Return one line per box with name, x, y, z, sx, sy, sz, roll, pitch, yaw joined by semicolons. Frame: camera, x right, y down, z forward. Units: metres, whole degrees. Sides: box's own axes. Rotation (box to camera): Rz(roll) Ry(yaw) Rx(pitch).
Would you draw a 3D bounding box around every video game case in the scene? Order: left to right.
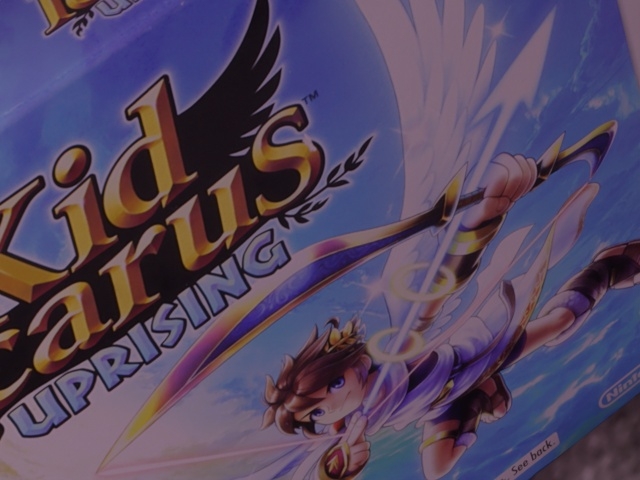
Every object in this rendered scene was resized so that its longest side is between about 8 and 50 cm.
video game case;0.000;0.000;0.541;0.269;0.061;0.244;-37;136;-12
